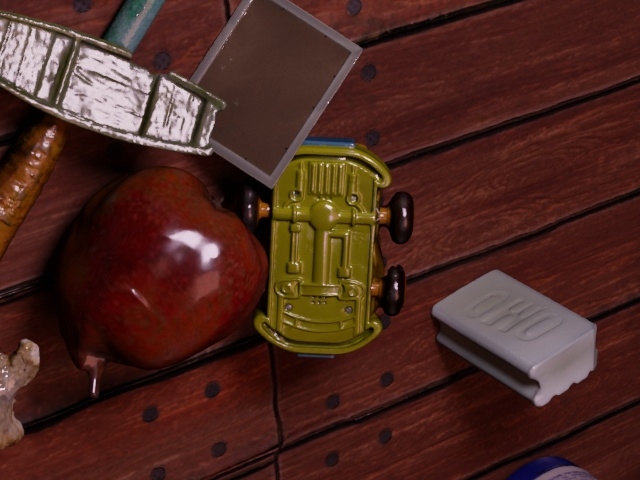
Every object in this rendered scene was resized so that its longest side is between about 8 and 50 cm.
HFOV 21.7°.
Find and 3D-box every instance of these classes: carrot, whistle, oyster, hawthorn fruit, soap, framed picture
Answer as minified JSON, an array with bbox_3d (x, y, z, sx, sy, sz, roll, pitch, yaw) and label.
[{"bbox_3d":[-0.337,-0.015,1.690,0.066,0.066,0.314,31,88,-41],"label":"carrot"},{"bbox_3d":[-0.197,-0.219,1.721,0.039,0.039,0.186,32,89,-41],"label":"whistle"},{"bbox_3d":[-0.366,0.175,1.729,0.191,0.081,0.163,-53,144,4],"label":"oyster"},{"bbox_3d":[-0.180,0.051,1.738,0.248,0.208,0.208,-54,131,-15],"label":"hawthorn fruit"},{"bbox_3d":[0.246,0.119,2.090,0.119,0.198,0.066,-30,126,-23],"label":"soap"},{"bbox_3d":[-0.061,-0.168,1.804,0.142,0.011,0.183,33,88,3],"label":"framed picture"}]

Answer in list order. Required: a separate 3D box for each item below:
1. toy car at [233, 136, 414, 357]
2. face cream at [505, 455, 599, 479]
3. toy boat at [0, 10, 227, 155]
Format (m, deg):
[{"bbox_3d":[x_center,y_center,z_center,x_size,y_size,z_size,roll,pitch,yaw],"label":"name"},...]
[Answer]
[{"bbox_3d":[0.000,0.000,1.885,0.200,0.142,0.248,7,104,-2],"label":"toy car"},{"bbox_3d":[0.329,0.416,2.341,0.206,0.111,0.206,-15,116,-32],"label":"face cream"},{"bbox_3d":[-0.239,-0.160,1.662,0.293,0.055,0.093,20,78,-20],"label":"toy boat"}]
